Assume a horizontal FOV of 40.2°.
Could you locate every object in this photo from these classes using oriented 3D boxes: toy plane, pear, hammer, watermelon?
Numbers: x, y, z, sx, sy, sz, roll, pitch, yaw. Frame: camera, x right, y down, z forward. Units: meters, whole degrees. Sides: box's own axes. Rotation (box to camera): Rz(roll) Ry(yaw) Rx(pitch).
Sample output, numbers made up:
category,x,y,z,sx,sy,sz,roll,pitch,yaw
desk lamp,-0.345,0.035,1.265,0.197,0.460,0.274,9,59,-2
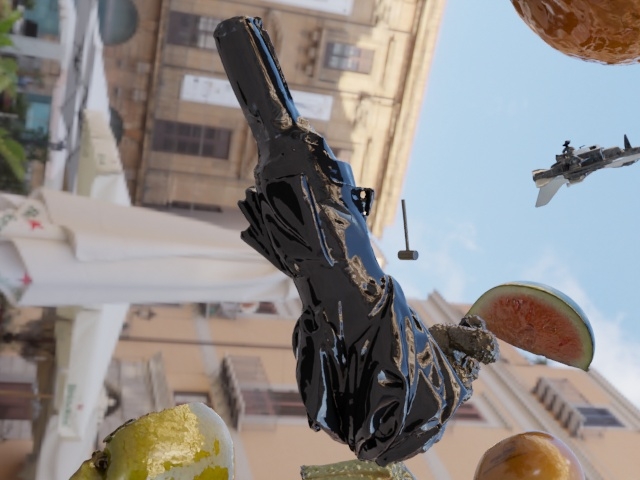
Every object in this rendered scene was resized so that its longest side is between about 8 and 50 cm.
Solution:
category,x,y,z,sx,sy,sz,roll,pitch,yaw
toy plane,0.463,-0.139,1.511,0.082,0.234,0.160,58,18,-15
pear,-0.291,0.481,1.639,0.191,0.340,0.386,49,4,24
hammer,0.151,-0.019,1.558,0.035,0.019,0.110,-1,-82,43
watermelon,0.495,0.156,1.985,0.128,0.303,0.159,-35,140,-54

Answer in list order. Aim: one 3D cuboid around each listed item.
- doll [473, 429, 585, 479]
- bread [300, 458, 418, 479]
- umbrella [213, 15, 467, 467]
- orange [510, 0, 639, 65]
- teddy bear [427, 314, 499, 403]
category,x,y,z,sx,sy,sz,roll,pitch,yaw
doll,0.401,0.483,1.617,0.236,0.213,0.213,52,-15,-10
bread,0.112,0.549,1.583,0.395,0.264,0.239,-100,170,-62
umbrella,0.000,0.000,0.635,0.340,0.118,0.118,69,-18,-3
orange,0.226,-0.260,0.617,0.261,0.261,0.261,-175,-90,-72
teddy bear,0.240,0.207,1.583,0.182,0.129,0.251,-50,170,-9
